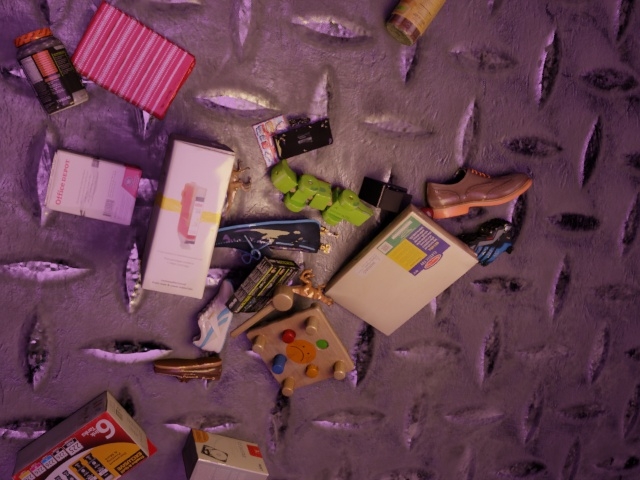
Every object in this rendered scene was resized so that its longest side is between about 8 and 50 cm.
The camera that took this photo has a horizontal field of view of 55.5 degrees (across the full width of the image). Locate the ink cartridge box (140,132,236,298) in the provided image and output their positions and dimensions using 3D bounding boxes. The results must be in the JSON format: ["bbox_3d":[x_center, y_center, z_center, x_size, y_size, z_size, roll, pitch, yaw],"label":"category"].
[{"bbox_3d":[-0.360,-0.078,1.615,0.160,0.279,0.385,13,100,-19],"label":"ink cartridge box"}]

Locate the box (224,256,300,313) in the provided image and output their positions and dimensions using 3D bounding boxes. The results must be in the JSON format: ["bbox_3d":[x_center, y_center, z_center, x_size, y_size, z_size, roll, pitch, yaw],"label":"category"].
[{"bbox_3d":[-0.166,0.133,1.780,0.191,0.045,0.184,-49,156,13],"label":"box"}]

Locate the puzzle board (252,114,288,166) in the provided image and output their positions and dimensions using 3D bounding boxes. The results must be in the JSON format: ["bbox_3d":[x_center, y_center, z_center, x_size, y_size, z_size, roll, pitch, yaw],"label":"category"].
[{"bbox_3d":[-0.132,-0.290,1.775,0.096,0.011,0.128,-23,110,-11],"label":"puzzle board"}]

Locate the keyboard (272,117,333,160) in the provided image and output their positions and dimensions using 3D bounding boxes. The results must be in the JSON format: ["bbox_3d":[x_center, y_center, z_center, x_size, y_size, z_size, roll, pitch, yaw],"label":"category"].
[{"bbox_3d":[-0.052,-0.311,1.783,0.180,0.023,0.108,-21,116,-18],"label":"keyboard"}]

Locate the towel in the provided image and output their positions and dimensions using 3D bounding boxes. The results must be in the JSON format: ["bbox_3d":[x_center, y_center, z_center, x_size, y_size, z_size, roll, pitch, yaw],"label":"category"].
[{"bbox_3d":[-0.491,-0.469,1.603,0.275,0.031,0.199,29,96,-20],"label":"towel"}]

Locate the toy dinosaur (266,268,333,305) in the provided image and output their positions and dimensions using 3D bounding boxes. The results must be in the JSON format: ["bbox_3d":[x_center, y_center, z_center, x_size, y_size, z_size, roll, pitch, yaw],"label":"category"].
[{"bbox_3d":[-0.050,0.148,1.846,0.211,0.064,0.112,12,64,-15],"label":"toy dinosaur"}]

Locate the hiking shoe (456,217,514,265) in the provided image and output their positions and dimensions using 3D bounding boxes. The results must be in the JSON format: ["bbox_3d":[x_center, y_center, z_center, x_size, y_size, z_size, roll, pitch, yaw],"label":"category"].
[{"bbox_3d":[0.515,0.040,2.014,0.304,0.113,0.132,-23,109,-11],"label":"hiking shoe"}]

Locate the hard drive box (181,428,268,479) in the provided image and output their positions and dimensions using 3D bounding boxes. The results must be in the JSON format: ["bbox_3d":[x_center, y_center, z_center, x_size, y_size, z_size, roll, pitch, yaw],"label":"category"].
[{"bbox_3d":[-0.299,0.691,1.889,0.232,0.181,0.089,22,95,-22],"label":"hard drive box"}]

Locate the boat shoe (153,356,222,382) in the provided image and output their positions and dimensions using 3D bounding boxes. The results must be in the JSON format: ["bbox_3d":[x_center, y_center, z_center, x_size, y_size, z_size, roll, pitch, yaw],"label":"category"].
[{"bbox_3d":[-0.400,0.397,1.836,0.207,0.073,0.073,4,101,-18],"label":"boat shoe"}]

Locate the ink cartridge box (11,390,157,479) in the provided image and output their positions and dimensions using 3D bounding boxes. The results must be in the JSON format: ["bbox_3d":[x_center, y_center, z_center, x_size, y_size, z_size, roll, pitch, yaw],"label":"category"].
[{"bbox_3d":[-0.674,0.650,1.785,0.309,0.130,0.272,-35,113,-7],"label":"ink cartridge box"}]

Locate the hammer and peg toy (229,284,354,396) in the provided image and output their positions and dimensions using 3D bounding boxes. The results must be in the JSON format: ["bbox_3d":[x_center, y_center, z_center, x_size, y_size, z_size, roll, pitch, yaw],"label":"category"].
[{"bbox_3d":[-0.090,0.292,1.839,0.266,0.127,0.361,-23,114,19],"label":"hammer and peg toy"}]

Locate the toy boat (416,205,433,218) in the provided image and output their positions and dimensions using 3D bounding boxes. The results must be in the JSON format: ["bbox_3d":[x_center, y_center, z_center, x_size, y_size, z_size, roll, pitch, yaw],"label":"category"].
[{"bbox_3d":[0.333,0.008,1.896,0.151,0.151,0.231,-41,132,-43],"label":"toy boat"}]

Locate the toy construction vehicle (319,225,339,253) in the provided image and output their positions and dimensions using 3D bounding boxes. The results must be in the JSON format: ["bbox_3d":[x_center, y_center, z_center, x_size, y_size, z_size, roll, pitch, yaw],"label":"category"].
[{"bbox_3d":[0.000,0.000,1.881,0.098,0.035,0.086,22,97,-22],"label":"toy construction vehicle"}]

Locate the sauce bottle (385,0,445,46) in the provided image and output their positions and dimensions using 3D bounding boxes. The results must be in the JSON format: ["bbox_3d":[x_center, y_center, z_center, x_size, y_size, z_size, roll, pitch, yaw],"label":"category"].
[{"bbox_3d":[0.324,-0.731,1.755,0.111,0.111,0.344,35,90,-22],"label":"sauce bottle"}]

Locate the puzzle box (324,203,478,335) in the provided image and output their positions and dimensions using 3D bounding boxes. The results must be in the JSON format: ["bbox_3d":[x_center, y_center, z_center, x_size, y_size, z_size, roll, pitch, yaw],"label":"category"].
[{"bbox_3d":[0.242,0.102,1.867,0.272,0.052,0.409,35,120,-17],"label":"puzzle box"}]

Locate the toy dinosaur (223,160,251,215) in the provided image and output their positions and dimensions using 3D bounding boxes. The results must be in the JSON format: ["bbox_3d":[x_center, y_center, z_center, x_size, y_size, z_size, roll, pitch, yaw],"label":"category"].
[{"bbox_3d":[-0.247,-0.165,1.760,0.092,0.053,0.183,-2,98,-1],"label":"toy dinosaur"}]

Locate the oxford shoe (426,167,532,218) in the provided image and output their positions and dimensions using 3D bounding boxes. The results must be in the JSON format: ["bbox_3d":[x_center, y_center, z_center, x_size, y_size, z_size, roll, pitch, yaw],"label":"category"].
[{"bbox_3d":[0.512,-0.177,1.953,0.363,0.130,0.133,-17,102,-13],"label":"oxford shoe"}]

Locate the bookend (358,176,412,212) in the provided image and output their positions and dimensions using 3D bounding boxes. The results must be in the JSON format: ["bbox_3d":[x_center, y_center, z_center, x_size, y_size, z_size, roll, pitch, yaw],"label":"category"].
[{"bbox_3d":[0.219,-0.130,1.851,0.156,0.157,0.072,14,100,-20],"label":"bookend"}]

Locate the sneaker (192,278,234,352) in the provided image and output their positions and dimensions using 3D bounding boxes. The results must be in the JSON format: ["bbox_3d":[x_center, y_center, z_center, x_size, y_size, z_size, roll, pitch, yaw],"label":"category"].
[{"bbox_3d":[-0.314,0.222,1.813,0.092,0.087,0.229,15,97,-16],"label":"sneaker"}]

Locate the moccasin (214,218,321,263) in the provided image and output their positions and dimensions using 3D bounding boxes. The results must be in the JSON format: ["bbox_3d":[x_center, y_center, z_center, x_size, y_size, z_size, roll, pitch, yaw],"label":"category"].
[{"bbox_3d":[-0.158,0.005,1.767,0.342,0.138,0.117,-5,89,-13],"label":"moccasin"}]

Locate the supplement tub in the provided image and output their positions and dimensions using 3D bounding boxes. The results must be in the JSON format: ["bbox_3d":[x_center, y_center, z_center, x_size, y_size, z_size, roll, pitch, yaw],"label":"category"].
[{"bbox_3d":[-0.671,-0.420,1.511,0.117,0.117,0.190,-25,110,-10],"label":"supplement tub"}]

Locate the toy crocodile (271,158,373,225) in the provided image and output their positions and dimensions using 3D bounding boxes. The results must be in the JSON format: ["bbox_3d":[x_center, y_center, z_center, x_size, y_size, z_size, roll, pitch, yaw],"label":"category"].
[{"bbox_3d":[0.006,-0.134,1.818,0.340,0.105,0.115,20,138,-22],"label":"toy crocodile"}]

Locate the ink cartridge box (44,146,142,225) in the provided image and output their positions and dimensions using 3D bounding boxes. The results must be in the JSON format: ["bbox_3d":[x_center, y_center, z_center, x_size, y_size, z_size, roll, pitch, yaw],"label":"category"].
[{"bbox_3d":[-0.603,-0.144,1.619,0.218,0.092,0.159,13,100,-22],"label":"ink cartridge box"}]
